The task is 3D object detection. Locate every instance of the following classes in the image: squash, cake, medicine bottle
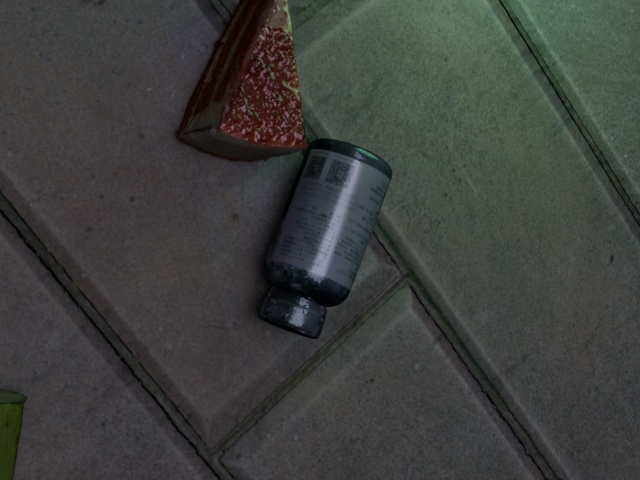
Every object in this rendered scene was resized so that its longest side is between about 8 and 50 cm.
[{"bbox_3d":[-0.461,0.300,1.492,0.095,0.095,0.187,7,92,-25],"label":"squash"},{"bbox_3d":[-0.078,-0.237,1.630,0.160,0.158,0.262,30,77,-26],"label":"cake"},{"bbox_3d":[0.000,0.000,1.673,0.141,0.141,0.293,25,79,-23],"label":"medicine bottle"}]
